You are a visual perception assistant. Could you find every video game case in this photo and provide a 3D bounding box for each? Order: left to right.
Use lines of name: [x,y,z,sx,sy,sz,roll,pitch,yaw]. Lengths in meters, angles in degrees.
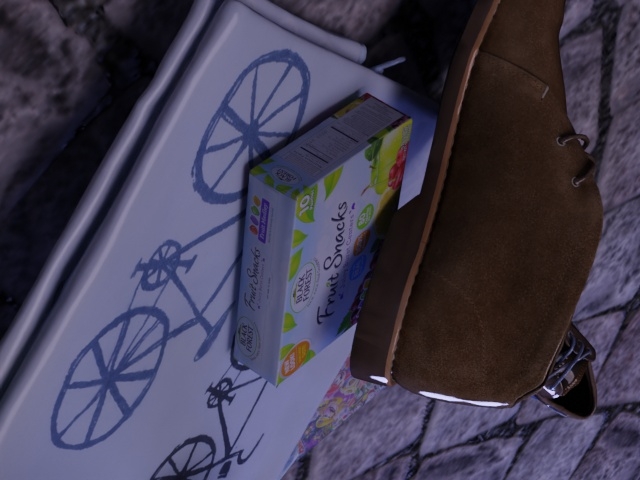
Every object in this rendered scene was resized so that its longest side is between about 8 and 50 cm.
video game case: [-0.002,0.104,1.329,0.122,0.011,0.087,-38,147,-15]

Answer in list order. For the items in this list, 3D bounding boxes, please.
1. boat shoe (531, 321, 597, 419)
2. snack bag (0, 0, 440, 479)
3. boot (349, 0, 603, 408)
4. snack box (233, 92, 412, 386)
boat shoe: [0.167,0.077,1.449,0.066,0.066,0.183,-47,148,-2]
snack bag: [-0.050,0.027,1.134,0.323,0.037,0.342,-61,153,8]
boot: [0.117,-0.051,1.135,0.112,0.115,0.305,51,55,-75]
snack box: [0.000,0.000,1.105,0.100,0.037,0.141,-35,146,-37]
